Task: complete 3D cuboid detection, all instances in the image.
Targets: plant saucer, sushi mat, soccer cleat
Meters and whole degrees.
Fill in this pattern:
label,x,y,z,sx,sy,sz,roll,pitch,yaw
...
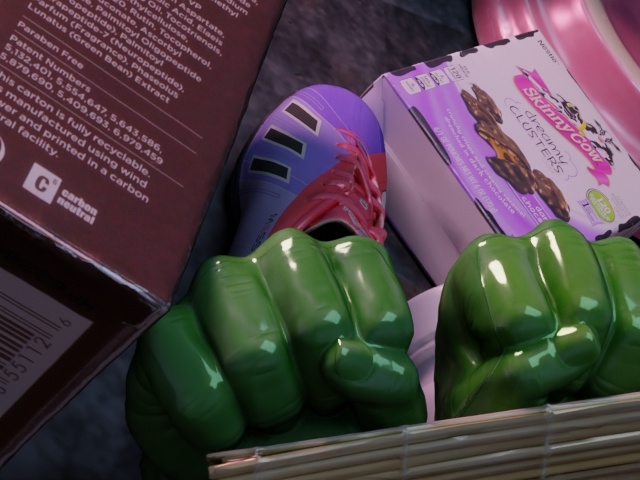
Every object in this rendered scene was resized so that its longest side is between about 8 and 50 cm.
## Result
label,x,y,z,sx,sy,sz,roll,pitch,yaw
plant saucer,0.273,-0.138,1.430,0.332,0.084,0.332,24,44,-26
sushi mat,0.103,0.138,0.829,0.317,0.151,0.019,-7,33,-10
soccer cleat,0.000,0.000,1.028,0.109,0.116,0.318,36,40,-13

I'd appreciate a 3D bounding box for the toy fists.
label,x,y,z,sx,sy,sz,roll,pitch,yaw
toy fists,0.047,0.065,0.840,0.279,0.142,0.096,-1,36,-14

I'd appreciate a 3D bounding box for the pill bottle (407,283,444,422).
label,x,y,z,sx,sy,sz,roll,pitch,yaw
pill bottle,0.110,0.148,0.985,0.136,0.136,0.245,10,51,-37

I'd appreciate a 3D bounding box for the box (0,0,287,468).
label,x,y,z,sx,sy,sz,roll,pitch,yaw
box,-0.130,-0.076,0.919,0.143,0.191,0.381,34,41,-17

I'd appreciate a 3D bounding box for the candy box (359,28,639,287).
label,x,y,z,sx,sy,sz,roll,pitch,yaw
candy box,0.126,-0.049,1.225,0.196,0.070,0.165,-22,73,-49
